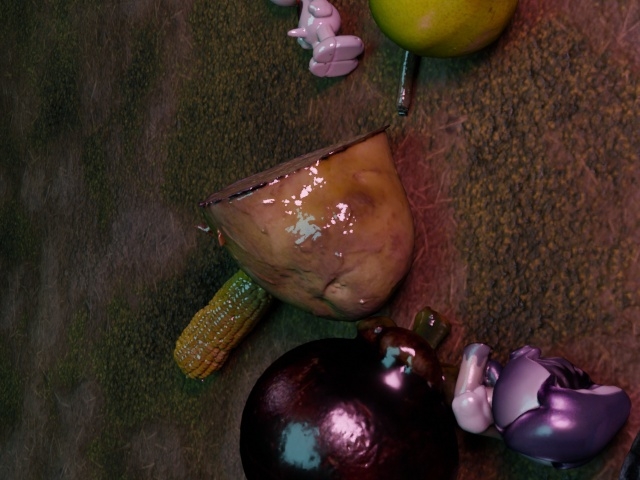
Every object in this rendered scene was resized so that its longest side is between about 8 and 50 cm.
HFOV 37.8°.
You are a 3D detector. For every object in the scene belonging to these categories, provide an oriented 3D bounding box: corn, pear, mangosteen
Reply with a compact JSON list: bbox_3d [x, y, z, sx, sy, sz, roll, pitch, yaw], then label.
[{"bbox_3d":[-0.162,0.134,1.614,0.291,0.101,0.101,-50,52,37],"label":"corn"},{"bbox_3d":[0.164,-0.324,1.183,0.220,0.188,0.187,-10,80,54],"label":"pear"},{"bbox_3d":[0.051,0.247,1.204,0.313,0.297,0.297,-49,53,33],"label":"mangosteen"}]

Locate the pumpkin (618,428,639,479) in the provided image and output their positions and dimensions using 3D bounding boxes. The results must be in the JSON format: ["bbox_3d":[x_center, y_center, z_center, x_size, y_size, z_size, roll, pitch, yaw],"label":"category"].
[{"bbox_3d":[0.399,0.248,0.882,0.233,0.163,0.233,-24,58,45],"label":"pumpkin"}]

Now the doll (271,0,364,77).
[{"bbox_3d":[-0.005,-0.405,1.453,0.208,0.144,0.271,103,147,-44],"label":"doll"}]

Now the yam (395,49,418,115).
[{"bbox_3d":[0.128,-0.245,1.349,0.033,0.027,0.129,15,100,51],"label":"yam"}]

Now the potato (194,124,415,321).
[{"bbox_3d":[0.000,0.000,1.336,0.237,0.301,0.289,67,166,-9],"label":"potato"}]

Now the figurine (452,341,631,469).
[{"bbox_3d":[0.246,0.194,1.088,0.222,0.145,0.145,-3,85,55],"label":"figurine"}]
